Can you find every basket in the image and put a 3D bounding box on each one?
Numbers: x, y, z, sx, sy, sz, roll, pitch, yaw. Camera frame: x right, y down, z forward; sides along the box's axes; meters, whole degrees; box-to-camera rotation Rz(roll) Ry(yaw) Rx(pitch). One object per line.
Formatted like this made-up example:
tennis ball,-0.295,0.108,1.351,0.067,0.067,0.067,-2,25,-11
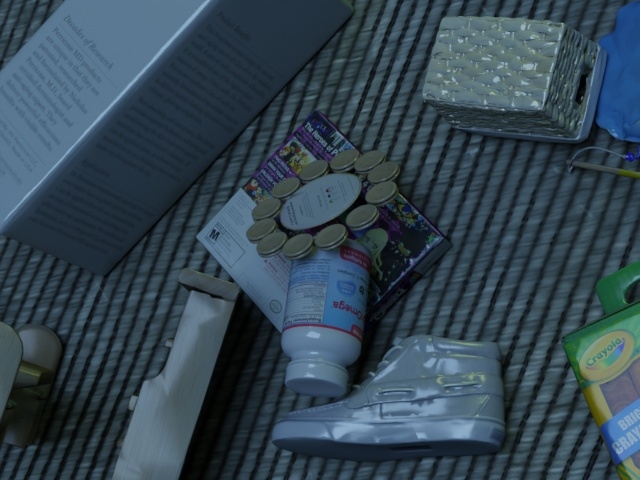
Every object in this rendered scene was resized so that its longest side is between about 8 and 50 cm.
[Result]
basket,0.207,-0.178,1.653,0.167,0.103,0.113,9,80,34

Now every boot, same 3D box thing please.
boot,0.075,0.167,1.653,0.258,0.095,0.123,-3,67,17

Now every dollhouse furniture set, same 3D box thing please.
dollhouse furniture set,-0.313,0.113,1.693,0.394,0.362,0.257,18,85,-1

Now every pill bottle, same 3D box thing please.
pill bottle,0.005,0.082,1.636,0.087,0.087,0.160,-3,65,23

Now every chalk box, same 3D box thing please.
chalk box,0.357,0.142,1.474,0.180,0.179,0.289,-28,67,14

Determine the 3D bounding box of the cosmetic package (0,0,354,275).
cosmetic package,-0.201,-0.191,1.780,0.453,0.230,0.161,-45,63,6

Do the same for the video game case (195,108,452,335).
video game case,0.000,0.000,1.745,0.210,0.042,0.232,-47,64,6

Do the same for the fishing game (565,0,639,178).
fishing game,0.356,-0.187,1.610,0.189,0.041,0.264,10,80,58

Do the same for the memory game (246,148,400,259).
memory game,0.003,-0.040,1.666,0.186,0.012,0.186,-20,32,13
